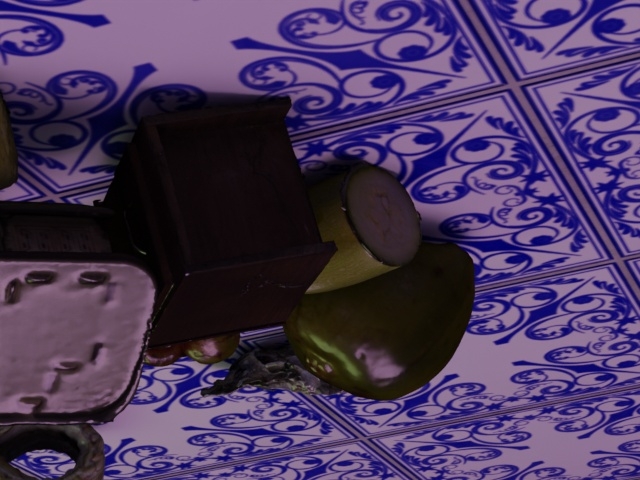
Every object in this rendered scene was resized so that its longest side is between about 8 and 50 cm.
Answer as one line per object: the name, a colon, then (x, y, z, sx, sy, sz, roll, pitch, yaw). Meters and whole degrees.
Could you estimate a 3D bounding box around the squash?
squash: (0.000, 0.000, 1.930, 0.187, 0.123, 0.123, -22, 151, 34)

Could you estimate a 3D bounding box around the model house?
model house: (-0.296, 0.018, 1.768, 0.218, 0.278, 0.205, 3, 126, -21)

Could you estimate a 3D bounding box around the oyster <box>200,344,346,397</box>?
oyster: (-0.027, 0.172, 2.355, 0.199, 0.087, 0.252, -1, 165, -34)

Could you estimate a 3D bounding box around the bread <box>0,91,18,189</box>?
bread: (-0.343, -0.089, 1.679, 0.114, 0.111, 0.129, -13, 161, -2)

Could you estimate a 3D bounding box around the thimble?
thimble: (-0.394, 0.307, 2.534, 0.190, 0.137, 0.143, 11, 158, 0)

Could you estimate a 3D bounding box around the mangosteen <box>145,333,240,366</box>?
mangosteen: (-0.163, 0.058, 1.935, 0.200, 0.200, 0.200, -4, 157, -2)

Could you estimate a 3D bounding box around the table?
table: (-0.110, -0.014, 1.774, 0.172, 0.169, 0.193, -9, 160, -23)

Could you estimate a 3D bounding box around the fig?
fig: (0.071, 0.072, 2.063, 0.225, 0.203, 0.203, -42, 162, -15)
